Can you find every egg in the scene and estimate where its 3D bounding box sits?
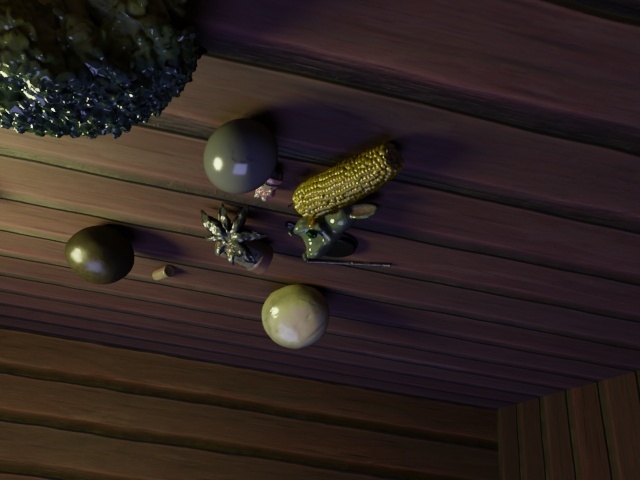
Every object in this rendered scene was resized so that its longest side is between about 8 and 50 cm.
[{"bbox_3d":[-0.169,-0.172,1.005,0.146,0.147,0.198,25,154,-29],"label":"egg"}]

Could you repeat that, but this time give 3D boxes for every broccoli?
[{"bbox_3d":[-0.364,-0.301,0.720,0.347,0.281,0.293,-18,-172,-28],"label":"broccoli"}]

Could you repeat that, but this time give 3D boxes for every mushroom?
[{"bbox_3d":[-0.087,0.267,1.762,0.245,0.202,0.246,0,110,1],"label":"mushroom"}]

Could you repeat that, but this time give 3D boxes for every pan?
[{"bbox_3d":[0.000,0.000,1.405,0.234,0.028,0.136,21,149,-23],"label":"pan"}]

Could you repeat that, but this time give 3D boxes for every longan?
[{"bbox_3d":[-0.686,0.044,1.508,0.197,0.198,0.213,1,146,12],"label":"longan"}]

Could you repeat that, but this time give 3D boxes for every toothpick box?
[{"bbox_3d":[-0.228,0.029,1.446,0.148,0.099,0.098,31,145,-34],"label":"toothpick box"}]

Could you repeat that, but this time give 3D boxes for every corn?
[{"bbox_3d":[0.053,-0.127,1.086,0.310,0.102,0.101,-23,139,38],"label":"corn"}]

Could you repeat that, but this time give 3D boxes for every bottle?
[{"bbox_3d":[-0.579,0.121,1.767,0.096,0.045,0.045,-19,142,42],"label":"bottle"}]

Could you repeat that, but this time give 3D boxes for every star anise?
[{"bbox_3d":[-0.241,-0.016,1.321,0.180,0.205,0.061,-27,-174,15],"label":"star anise"}]

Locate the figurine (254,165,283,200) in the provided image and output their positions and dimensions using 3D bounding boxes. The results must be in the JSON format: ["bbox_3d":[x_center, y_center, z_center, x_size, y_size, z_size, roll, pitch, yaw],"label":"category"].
[{"bbox_3d":[-0.131,-0.144,1.156,0.072,0.054,0.129,29,156,-7],"label":"figurine"}]

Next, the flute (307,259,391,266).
[{"bbox_3d":[0.091,0.072,1.532,0.269,0.014,0.014,3,152,10],"label":"flute"}]

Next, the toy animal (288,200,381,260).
[{"bbox_3d":[0.039,-0.055,1.230,0.251,0.127,0.125,-33,121,32],"label":"toy animal"}]
